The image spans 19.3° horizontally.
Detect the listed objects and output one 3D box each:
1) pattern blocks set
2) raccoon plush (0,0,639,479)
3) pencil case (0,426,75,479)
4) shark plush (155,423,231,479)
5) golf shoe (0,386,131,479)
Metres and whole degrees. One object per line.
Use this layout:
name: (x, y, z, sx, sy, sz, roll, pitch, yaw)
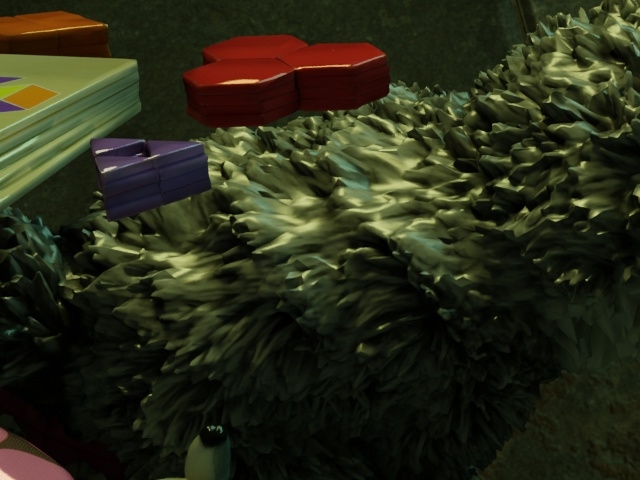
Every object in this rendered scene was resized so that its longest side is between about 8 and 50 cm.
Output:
pattern blocks set: (-0.168, -0.043, 0.725, 0.325, 0.026, 0.285, 8, 23, 32)
raccoon plush: (0.000, 0.000, 0.790, 0.446, 0.299, 0.216, 0, 56, -39)
pencil case: (-0.157, 0.081, 0.651, 0.209, 0.095, 0.098, 29, -30, 30)
shark plush: (-0.060, 0.141, 0.770, 0.067, 0.073, 0.161, 49, -27, 13)
golf shoe: (-0.195, 0.079, 0.930, 0.306, 0.115, 0.140, 25, -31, -6)
